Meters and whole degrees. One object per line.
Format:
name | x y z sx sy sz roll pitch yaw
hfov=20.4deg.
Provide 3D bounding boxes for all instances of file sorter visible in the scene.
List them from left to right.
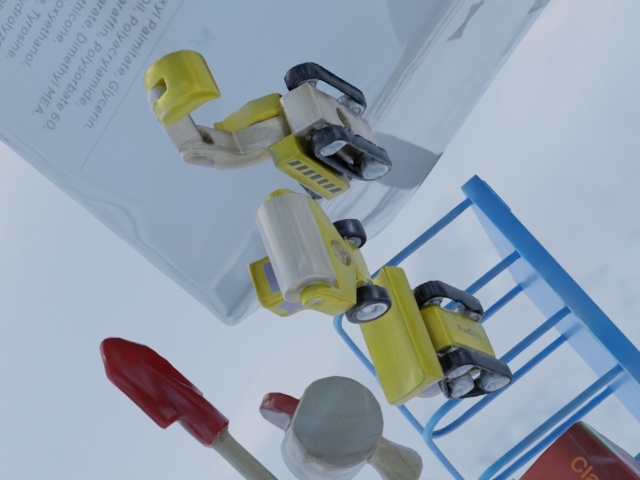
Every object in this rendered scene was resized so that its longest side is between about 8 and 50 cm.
file sorter | 0.101 0.078 0.867 0.104 0.118 0.170 -38 58 -1

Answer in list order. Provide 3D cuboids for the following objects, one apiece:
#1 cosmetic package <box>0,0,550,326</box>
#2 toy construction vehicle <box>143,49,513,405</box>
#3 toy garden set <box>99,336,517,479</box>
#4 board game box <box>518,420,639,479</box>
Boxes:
cosmetic package | -0.032 -0.097 0.616 0.183 0.151 0.151 39 113 9
toy construction vehicle | 0.000 0.000 0.436 0.035 0.098 0.086 -31 66 20
toy garden set | 0.002 0.134 0.501 0.204 0.244 0.049 -59 -3 -20
board game box | 0.157 0.150 0.386 0.027 0.145 0.281 -46 73 1
